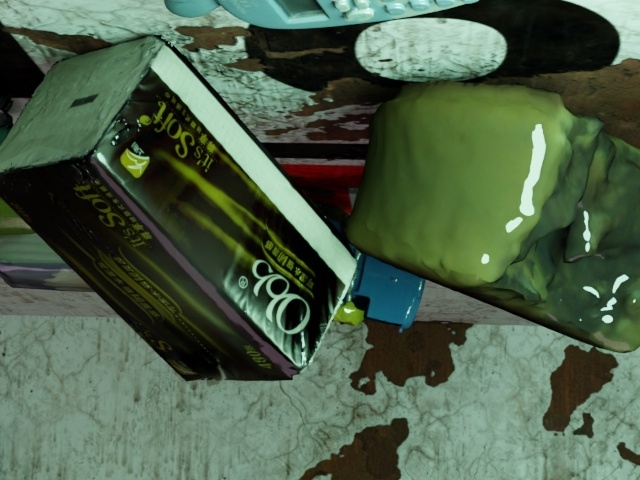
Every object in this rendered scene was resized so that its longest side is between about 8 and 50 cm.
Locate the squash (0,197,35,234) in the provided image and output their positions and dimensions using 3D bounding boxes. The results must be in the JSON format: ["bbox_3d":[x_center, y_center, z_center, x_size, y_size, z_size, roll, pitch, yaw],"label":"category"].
[{"bbox_3d":[-0.455,-0.052,2.252,0.188,0.095,0.095,-5,169,7],"label":"squash"}]

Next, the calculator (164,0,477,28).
[{"bbox_3d":[0.007,-0.226,1.329,0.303,0.042,0.188,-1,170,13],"label":"calculator"}]

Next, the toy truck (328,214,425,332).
[{"bbox_3d":[-0.029,0.023,2.248,0.385,0.161,0.162,12,179,14],"label":"toy truck"}]

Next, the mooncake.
[{"bbox_3d":[0.231,-0.034,1.738,0.393,0.246,0.394,16,177,-3],"label":"mooncake"}]

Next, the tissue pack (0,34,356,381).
[{"bbox_3d":[-0.151,-0.031,1.651,0.210,0.198,0.370,-3,137,47],"label":"tissue pack"}]

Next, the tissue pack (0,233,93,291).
[{"bbox_3d":[-0.338,0.015,2.476,0.344,0.125,0.242,2,170,-2],"label":"tissue pack"}]

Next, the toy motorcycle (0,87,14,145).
[{"bbox_3d":[-0.393,-0.118,1.826,0.058,0.100,0.173,32,161,-5],"label":"toy motorcycle"}]

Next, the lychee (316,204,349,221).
[{"bbox_3d":[0.000,0.000,2.392,0.114,0.114,0.146,7,150,-25],"label":"lychee"}]
